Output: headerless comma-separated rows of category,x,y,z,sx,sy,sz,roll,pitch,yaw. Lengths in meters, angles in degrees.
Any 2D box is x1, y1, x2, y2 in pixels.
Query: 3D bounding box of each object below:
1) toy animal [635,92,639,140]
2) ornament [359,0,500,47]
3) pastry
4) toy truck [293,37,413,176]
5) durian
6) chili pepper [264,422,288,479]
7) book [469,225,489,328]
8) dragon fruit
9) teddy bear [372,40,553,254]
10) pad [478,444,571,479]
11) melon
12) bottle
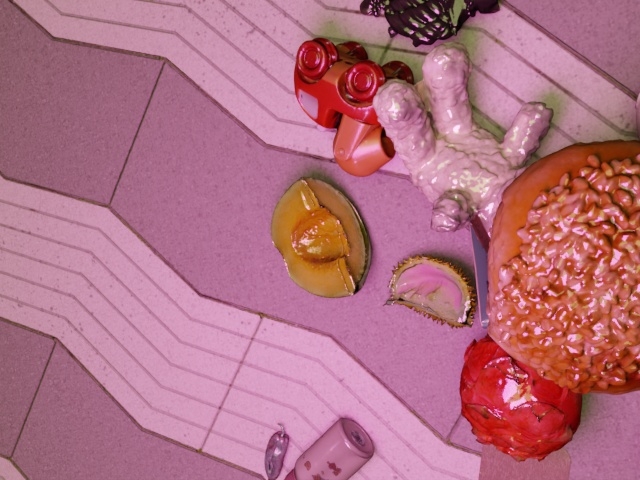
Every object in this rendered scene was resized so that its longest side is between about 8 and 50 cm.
toy animal,0.668,-0.172,1.031,0.213,0.212,0.266,-9,69,19
ornament,0.202,-0.509,1.223,0.261,0.106,0.251,-27,83,23
pastry,0.435,0.049,0.906,0.410,0.245,0.409,2,107,6
toy truck,0.055,-0.273,1.242,0.265,0.189,0.239,33,118,21
durian,0.239,0.102,1.248,0.221,0.096,0.137,12,88,40
chili pepper,-0.107,0.507,1.421,0.050,0.041,0.153,32,108,57
book,0.480,0.021,1.130,0.380,0.031,0.264,-8,61,18
dragon fruit,0.377,0.291,1.150,0.241,0.241,0.252,-14,68,19
teddy bear,0.325,-0.124,1.069,0.327,0.375,0.362,-38,42,-13
pad,0.420,0.546,1.267,0.176,0.002,0.266,7,96,18
melon,0.000,0.000,1.315,0.169,0.129,0.265,-26,88,41
bottle,0.006,0.510,1.347,0.110,0.110,0.233,45,106,11
